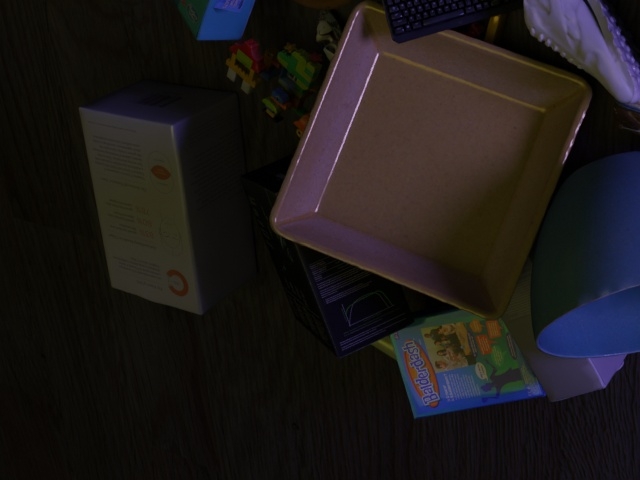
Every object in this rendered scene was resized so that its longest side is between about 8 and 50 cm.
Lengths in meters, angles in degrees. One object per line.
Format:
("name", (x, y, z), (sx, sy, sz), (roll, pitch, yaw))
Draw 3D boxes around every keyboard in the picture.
("keyboard", (0.167, -0.328, 1.313), (0.180, 0.023, 0.108), (-15, 89, 7))

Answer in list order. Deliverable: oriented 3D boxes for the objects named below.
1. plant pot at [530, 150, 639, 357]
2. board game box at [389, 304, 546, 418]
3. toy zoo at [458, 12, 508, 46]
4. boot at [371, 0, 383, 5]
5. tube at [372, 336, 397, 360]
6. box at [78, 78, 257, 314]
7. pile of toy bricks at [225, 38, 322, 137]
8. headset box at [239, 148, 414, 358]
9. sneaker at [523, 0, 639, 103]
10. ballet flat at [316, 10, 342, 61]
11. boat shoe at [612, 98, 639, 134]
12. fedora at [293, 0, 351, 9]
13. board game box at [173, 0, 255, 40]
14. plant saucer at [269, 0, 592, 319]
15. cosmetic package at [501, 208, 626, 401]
("plant pot", (0.386, 0.006, 1.263), (0.290, 0.290, 0.196), (-34, 57, 44))
("board game box", (0.222, 0.174, 1.557), (0.210, 0.047, 0.160), (-14, 98, 22))
("toy zoo", (0.150, -0.270, 1.424), (0.192, 0.030, 0.293), (29, 130, 22))
("boot", (0.100, -0.321, 1.384), (0.087, 0.042, 0.118), (50, 134, 7))
("tube", (0.135, 0.167, 1.654), (0.240, 0.062, 0.070), (31, 172, 16))
("box", (-0.254, -0.079, 1.755), (0.214, 0.168, 0.346), (14, 122, 31))
("pile of toy bricks", (-0.028, -0.236, 1.495), (0.212, 0.118, 0.105), (42, 140, 17))
("headset box", (0.000, 0.000, 1.553), (0.283, 0.131, 0.246), (69, 168, -14))
("sneaker", (0.313, -0.260, 1.254), (0.094, 0.090, 0.235), (-33, 80, 27))
("ballet flat", (0.017, -0.290, 1.490), (0.041, 0.041, 0.114), (-43, 68, 44))
("boat shoe", (0.445, -0.138, 1.254), (0.183, 0.066, 0.066), (31, 135, 34))
("fedora", (0.004, -0.416, 1.419), (0.194, 0.079, 0.194), (19, 125, 30))
("board game box", (-0.144, -0.492, 1.430), (0.254, 0.079, 0.336), (58, 139, 30))
("plant saucer", (0.144, -0.105, 1.358), (0.332, 0.081, 0.333), (22, 90, 10))
("cosmetic package", (0.325, 0.089, 1.431), (0.107, 0.127, 0.238), (-22, 98, 43))
